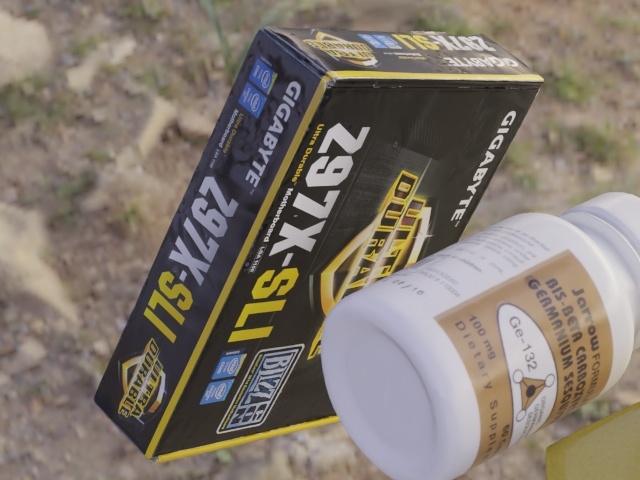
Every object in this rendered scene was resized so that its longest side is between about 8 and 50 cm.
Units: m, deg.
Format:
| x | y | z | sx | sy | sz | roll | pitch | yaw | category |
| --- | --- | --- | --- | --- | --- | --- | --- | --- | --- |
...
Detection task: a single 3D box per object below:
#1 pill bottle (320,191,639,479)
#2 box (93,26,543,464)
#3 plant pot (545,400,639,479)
| x | y | z | sx | sy | sz | roll | pitch | yaw | category |
| --- | --- | --- | --- | --- | --- | --- | --- | --- | --- |
| 0.125 | 0.055 | 1.157 | 0.229 | 0.131 | 0.131 | -25 | 43 | -31 | pill bottle |
| 0.000 | 0.000 | 1.314 | 0.257 | 0.322 | 0.079 | -4 | 37 | -49 | box |
| 0.237 | 0.205 | 1.074 | 0.187 | 0.212 | 0.212 | -7 | 52 | 11 | plant pot |
